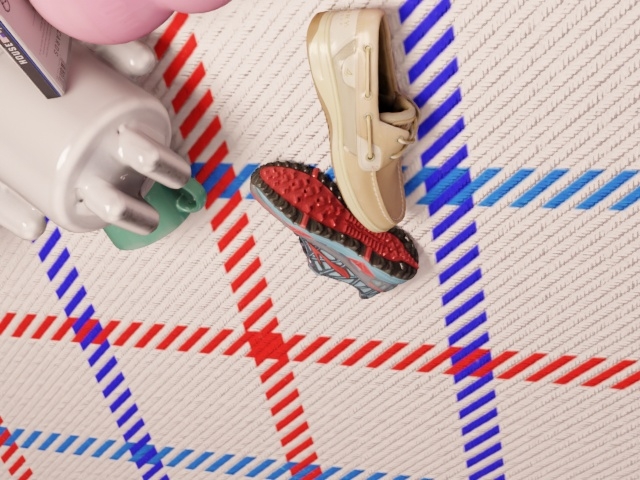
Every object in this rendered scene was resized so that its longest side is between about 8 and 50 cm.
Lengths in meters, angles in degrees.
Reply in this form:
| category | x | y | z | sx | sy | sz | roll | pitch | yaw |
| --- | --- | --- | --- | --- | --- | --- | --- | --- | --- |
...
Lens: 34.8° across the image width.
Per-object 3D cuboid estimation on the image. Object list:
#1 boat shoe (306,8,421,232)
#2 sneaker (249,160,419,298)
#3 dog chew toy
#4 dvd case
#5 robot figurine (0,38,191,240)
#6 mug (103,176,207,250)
| category | x | y | z | sx | sy | sz | roll | pitch | yaw |
| --- | --- | --- | --- | --- | --- | --- | --- | --- | --- |
| boat shoe | 0.069 | -0.139 | 1.245 | 0.098 | 0.109 | 0.302 | -1 | 124 | 24 |
| sneaker | 0.000 | 0.000 | 1.397 | 0.262 | 0.104 | 0.125 | 36 | 135 | -11 |
| dog chew toy | -0.161 | -0.330 | 1.104 | 0.332 | 0.206 | 0.207 | -7 | 128 | 17 |
| dvd case | -0.342 | -0.297 | 1.126 | 0.029 | 0.179 | 0.239 | -10 | 147 | 13 |
| robot figurine | -0.332 | -0.146 | 1.289 | 0.353 | 0.300 | 0.200 | 36 | 178 | 20 |
| mug | -0.243 | -0.069 | 1.418 | 0.157 | 0.129 | 0.097 | -27 | 119 | 3 |
